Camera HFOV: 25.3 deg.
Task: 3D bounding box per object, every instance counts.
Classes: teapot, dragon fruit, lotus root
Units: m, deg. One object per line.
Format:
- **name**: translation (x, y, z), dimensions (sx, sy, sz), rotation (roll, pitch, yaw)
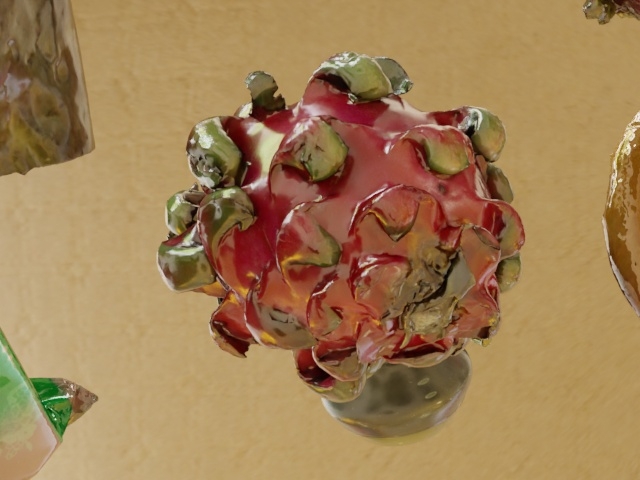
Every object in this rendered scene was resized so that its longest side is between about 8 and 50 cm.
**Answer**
- **teapot**: translation (0.073, 0.093, 1.198), dimensions (0.130, 0.166, 0.119), rotation (19, 131, 53)
- **dragon fruit**: translation (0.001, 0.006, 0.886), dimensions (0.218, 0.198, 0.273), rotation (25, 140, -22)
- **lotus root**: translation (-0.291, -0.181, 1.103), dimensions (0.149, 0.267, 0.260), rotation (13, 109, 44)

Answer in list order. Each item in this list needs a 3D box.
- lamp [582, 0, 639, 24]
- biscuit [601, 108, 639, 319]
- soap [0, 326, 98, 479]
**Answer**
- **lamp**: translation (0.215, -0.196, 0.797), dimensions (0.157, 0.135, 0.156), rotation (3, 114, -12)
- **biscuit**: translation (0.255, -0.002, 0.919), dimensions (0.144, 0.033, 0.224), rotation (-15, 77, -13)
- **soap**: translation (-0.260, 0.074, 0.813), dimensions (0.098, 0.273, 0.218), rotation (34, 64, 31)
